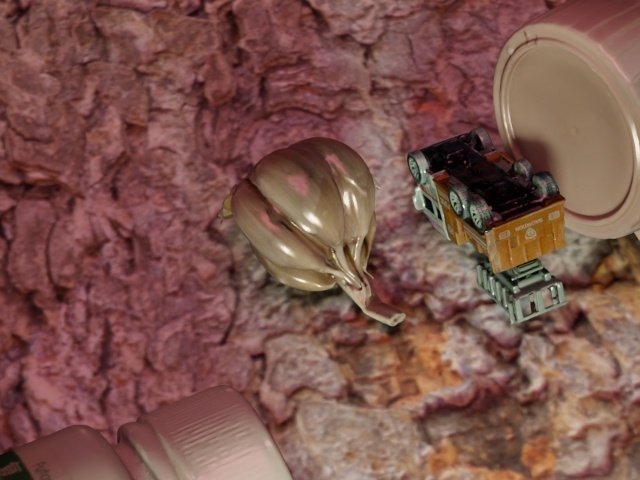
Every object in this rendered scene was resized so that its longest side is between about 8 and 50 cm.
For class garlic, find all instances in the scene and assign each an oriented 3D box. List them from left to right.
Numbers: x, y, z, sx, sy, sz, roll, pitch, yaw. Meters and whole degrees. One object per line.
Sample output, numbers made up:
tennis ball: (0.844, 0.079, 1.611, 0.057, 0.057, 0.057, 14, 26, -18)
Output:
garlic: (0.000, 0.000, 1.690, 0.131, 0.127, 0.194, -29, 76, -25)

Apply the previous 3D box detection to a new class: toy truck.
toy truck: (0.147, -0.019, 1.703, 0.080, 0.115, 0.177, -21, 31, -14)

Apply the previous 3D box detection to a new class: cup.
cup: (0.318, -0.111, 1.714, 0.273, 0.288, 0.208, -25, 30, -30)

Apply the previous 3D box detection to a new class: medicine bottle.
medicine bottle: (-0.187, 0.249, 1.425, 0.340, 0.208, 0.208, -23, 54, -16)
